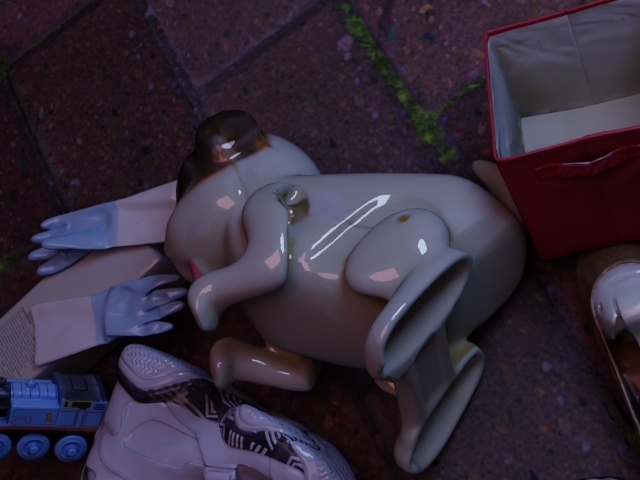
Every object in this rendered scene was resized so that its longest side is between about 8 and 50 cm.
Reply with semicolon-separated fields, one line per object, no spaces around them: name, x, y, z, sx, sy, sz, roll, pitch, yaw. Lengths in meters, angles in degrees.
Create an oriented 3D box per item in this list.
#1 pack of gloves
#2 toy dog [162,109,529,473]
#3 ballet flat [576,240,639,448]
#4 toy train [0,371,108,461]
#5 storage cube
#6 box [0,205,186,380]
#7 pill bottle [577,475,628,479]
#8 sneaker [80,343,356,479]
pack of gloves;-0.279;0.037;1.405;0.232;0.046;0.195;-15;68;19
toy dog;0.000;0.000;1.272;0.408;0.284;0.395;23;70;28
ballet flat;0.347;0.128;1.157;0.116;0.124;0.342;-20;66;18
toy train;-0.363;0.220;1.418;0.080;0.184;0.105;51;128;54
storage cube;0.295;-0.120;1.198;0.184;0.193;0.215;-13;50;20
box;-0.313;0.089;1.483;0.275;0.094;0.113;-41;62;7
pill bottle;0.291;0.297;1.073;0.123;0.219;0.123;-7;70;22
sneaker;-0.135;0.281;1.323;0.366;0.137;0.210;24;86;33
